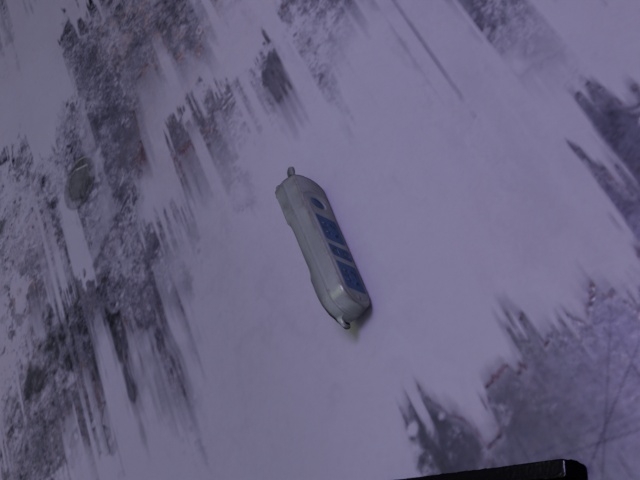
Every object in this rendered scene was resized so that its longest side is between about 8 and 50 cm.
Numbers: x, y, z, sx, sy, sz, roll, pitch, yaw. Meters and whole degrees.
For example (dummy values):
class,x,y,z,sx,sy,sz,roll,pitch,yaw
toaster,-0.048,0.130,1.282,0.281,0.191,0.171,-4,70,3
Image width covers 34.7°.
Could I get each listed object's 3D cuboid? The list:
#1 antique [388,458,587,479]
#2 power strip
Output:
class,x,y,z,sx,sy,sz,roll,pitch,yaw
antique,0.107,0.182,0.765,0.192,0.031,0.015,-20,61,41
power strip,0.000,0.000,0.938,0.030,0.047,0.191,-41,50,23
